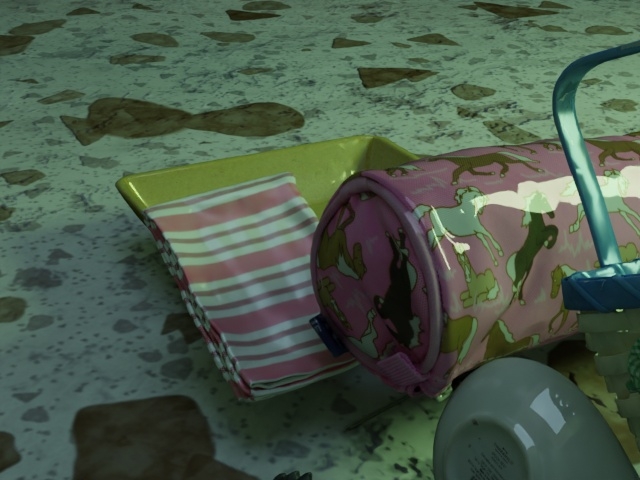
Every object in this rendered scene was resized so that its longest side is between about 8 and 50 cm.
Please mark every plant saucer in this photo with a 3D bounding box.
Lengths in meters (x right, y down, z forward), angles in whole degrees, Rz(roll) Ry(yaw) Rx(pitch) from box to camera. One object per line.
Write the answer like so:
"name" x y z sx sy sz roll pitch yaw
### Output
"plant saucer" 0.000 0.000 1.011 0.333 0.080 0.333 -12 29 -26

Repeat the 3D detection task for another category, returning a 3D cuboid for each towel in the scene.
"towel" -0.042 0.028 0.808 0.144 0.029 0.197 -17 61 -28

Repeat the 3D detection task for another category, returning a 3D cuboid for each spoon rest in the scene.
"spoon rest" 0.164 0.189 0.611 0.084 0.137 0.276 9 32 -40

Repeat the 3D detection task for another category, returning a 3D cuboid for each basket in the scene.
"basket" 0.271 -0.001 0.574 0.201 0.288 0.255 -4 -9 -39

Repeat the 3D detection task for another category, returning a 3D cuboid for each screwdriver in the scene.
"screwdriver" 0.084 0.121 0.835 0.170 0.024 0.025 -17 61 -29

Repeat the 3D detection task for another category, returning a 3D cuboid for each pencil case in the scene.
"pencil case" 0.179 0.006 0.811 0.386 0.167 0.160 -12 39 -36

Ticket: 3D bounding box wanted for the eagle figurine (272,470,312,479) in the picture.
"eagle figurine" -0.002 0.225 0.473 0.226 0.225 0.298 53 15 14
